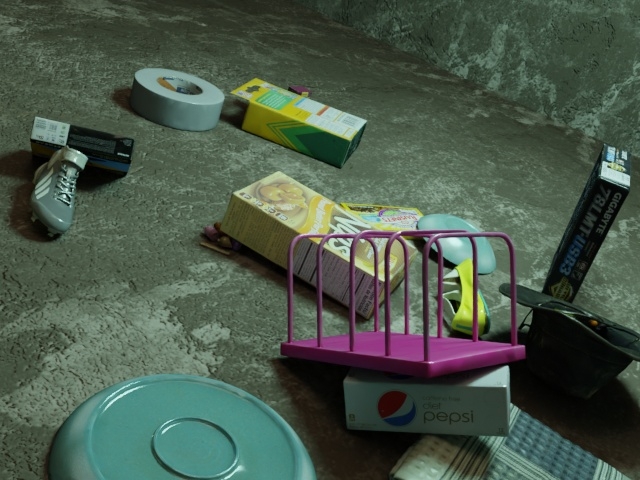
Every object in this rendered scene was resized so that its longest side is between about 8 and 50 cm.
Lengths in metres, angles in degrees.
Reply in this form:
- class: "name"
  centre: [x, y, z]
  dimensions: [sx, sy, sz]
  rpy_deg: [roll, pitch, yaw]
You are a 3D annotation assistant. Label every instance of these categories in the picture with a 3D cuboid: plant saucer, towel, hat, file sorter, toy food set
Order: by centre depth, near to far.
- class: "plant saucer"
  centre: [-0.148, 0.251, 0.932]
  dimensions: [0.317, 0.044, 0.318]
  rpy_deg: [15, 26, -7]
- class: "towel"
  centre: [0.268, 0.334, 1.058]
  dimensions: [0.312, 0.056, 0.324]
  rpy_deg: [31, 26, 18]
- class: "file sorter"
  centre: [0.109, 0.077, 1.140]
  dimensions: [0.202, 0.182, 0.290]
  rpy_deg: [-1, 0, -41]
- class: "hat"
  centre: [0.426, 0.186, 1.351]
  dimensions: [0.331, 0.134, 0.331]
  rpy_deg: [22, 7, -3]
- class: "toy food set"
  centre: [-0.172, -0.014, 1.468]
  dimensions: [0.077, 0.019, 0.122]
  rpy_deg: [21, 25, 4]
- class: "plant saucer"
  centre: [0.301, -0.006, 1.721]
  dimensions: [0.194, 0.037, 0.195]
  rpy_deg: [23, 29, -14]

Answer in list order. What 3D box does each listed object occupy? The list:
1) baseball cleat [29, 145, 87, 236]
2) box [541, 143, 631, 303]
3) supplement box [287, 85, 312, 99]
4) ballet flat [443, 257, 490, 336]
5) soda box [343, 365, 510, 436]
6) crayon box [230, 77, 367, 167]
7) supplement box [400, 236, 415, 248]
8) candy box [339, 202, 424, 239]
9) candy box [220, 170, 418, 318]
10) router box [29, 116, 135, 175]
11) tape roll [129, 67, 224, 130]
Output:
- class: "baseball cleat"
  centre: [-0.435, -0.096, 1.342]
  dimensions: [0.072, 0.109, 0.206]
  rpy_deg: [33, 15, -38]
- class: "box"
  centre: [0.558, -0.031, 1.684]
  dimensions: [0.073, 0.296, 0.293]
  rpy_deg: [25, 25, 14]
- class: "supplement box"
  centre: [-0.065, -0.372, 2.182]
  dimensions: [0.055, 0.083, 0.043]
  rpy_deg: [-10, 37, -44]
- class: "ballet flat"
  centre: [0.260, 0.098, 1.489]
  dimensions: [0.077, 0.077, 0.231]
  rpy_deg: [1, 28, 1]
- class: "soda box"
  centre: [0.143, 0.210, 1.077]
  dimensions: [0.216, 0.074, 0.069]
  rpy_deg: [-1, 15, 15]
- class: "crayon box"
  centre: [-0.060, -0.304, 2.051]
  dimensions: [0.322, 0.083, 0.203]
  rpy_deg: [23, 26, 6]
- class: "supplement box"
  centre: [0.130, 0.014, 1.599]
  dimensions: [0.098, 0.036, 0.062]
  rpy_deg: [-1, 33, -37]
- class: "candy box"
  centre: [0.147, -0.040, 1.732]
  dimensions: [0.205, 0.027, 0.105]
  rpy_deg: [2, 34, -31]
- class: "candy box"
  centre: [0.000, 0.000, 1.460]
  dimensions: [0.316, 0.088, 0.183]
  rpy_deg: [30, 27, 13]
- class: "router box"
  centre: [-0.439, -0.171, 1.489]
  dimensions: [0.178, 0.046, 0.133]
  rpy_deg: [11, -11, -15]
- class: "tape roll"
  centre: [-0.346, -0.341, 1.941]
  dimensions: [0.219, 0.072, 0.219]
  rpy_deg: [16, 25, -7]
